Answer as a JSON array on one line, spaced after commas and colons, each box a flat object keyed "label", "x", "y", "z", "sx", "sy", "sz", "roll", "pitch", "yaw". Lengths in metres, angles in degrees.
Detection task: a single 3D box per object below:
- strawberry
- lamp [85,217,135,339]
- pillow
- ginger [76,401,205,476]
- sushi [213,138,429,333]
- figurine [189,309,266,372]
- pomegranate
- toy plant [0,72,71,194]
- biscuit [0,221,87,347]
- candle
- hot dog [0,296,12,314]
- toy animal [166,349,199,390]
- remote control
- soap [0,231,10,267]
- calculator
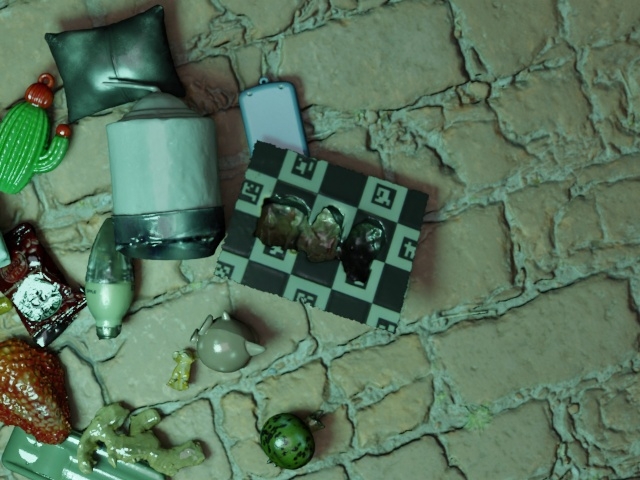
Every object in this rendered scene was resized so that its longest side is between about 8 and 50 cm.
[{"label": "strawberry", "x": -0.597, "y": 0.296, "z": 1.847, "sx": 0.236, "sy": 0.106, "sz": 0.175, "roll": 25, "pitch": 78, "yaw": 7}, {"label": "lamp", "x": -0.423, "y": 0.075, "z": 1.847, "sx": 0.101, "sy": 0.101, "sz": 0.250, "roll": 1, "pitch": 90, "yaw": 0}, {"label": "pillow", "x": -0.405, "y": -0.344, "z": 1.801, "sx": 0.250, "sy": 0.106, "sz": 0.185, "roll": -13, "pitch": 104, "yaw": 5}, {"label": "ginger", "x": -0.366, "y": 0.409, "z": 1.889, "sx": 0.259, "sy": 0.065, "sz": 0.149, "roll": 4, "pitch": 70, "yaw": -11}, {"label": "sushi", "x": 0.000, "y": 0.000, "z": 1.839, "sx": 0.373, "sy": 0.100, "sz": 0.296, "roll": 17, "pitch": 76, "yaw": -6}, {"label": "figurine", "x": -0.189, "y": 0.208, "z": 1.856, "sx": 0.138, "sy": 0.125, "sz": 0.125, "roll": 26, "pitch": 96, "yaw": -13}, {"label": "pomegranate", "x": -0.051, "y": 0.400, "z": 1.881, "sx": 0.161, "sy": 0.122, "sz": 0.122, "roll": -34, "pitch": 96, "yaw": -20}, {"label": "toy plant", "x": -0.580, "y": -0.201, "z": 1.825, "sx": 0.240, "sy": 0.088, "sz": 0.154, "roll": -41, "pitch": 93, "yaw": 2}, {"label": "biscuit", "x": -0.583, "y": 0.086, "z": 1.868, "sx": 0.151, "sy": 0.063, "sz": 0.235, "roll": -39, "pitch": 95, "yaw": 4}, {"label": "candle", "x": -0.299, "y": -0.137, "z": 1.767, "sx": 0.221, "sy": 0.221, "sz": 0.342, "roll": -3, "pitch": 95, "yaw": 0}, {"label": "hot dog", "x": -0.700, "y": 0.152, "z": 1.893, "sx": 0.137, "sy": 0.028, "sz": 0.044, "roll": -17, "pitch": 103, "yaw": 0}, {"label": "toy animal", "x": -0.283, "y": 0.265, "z": 1.900, "sx": 0.061, "sy": 0.081, "sz": 0.083, "roll": 7, "pitch": 60, "yaw": 7}, {"label": "remote control", "x": -0.492, "y": 0.479, "z": 1.909, "sx": 0.335, "sy": 0.065, "sz": 0.128, "roll": 24, "pitch": 98, "yaw": -2}, {"label": "soap", "x": -0.732, "y": -0.056, "z": 1.800, "sx": 0.160, "sy": 0.087, "sz": 0.265, "roll": -22, "pitch": 84, "yaw": -14}, {"label": "calculator", "x": -0.092, "y": -0.226, "z": 1.847, "sx": 0.121, "sy": 0.039, "sz": 0.210, "roll": -13, "pitch": 95, "yaw": 0}]
